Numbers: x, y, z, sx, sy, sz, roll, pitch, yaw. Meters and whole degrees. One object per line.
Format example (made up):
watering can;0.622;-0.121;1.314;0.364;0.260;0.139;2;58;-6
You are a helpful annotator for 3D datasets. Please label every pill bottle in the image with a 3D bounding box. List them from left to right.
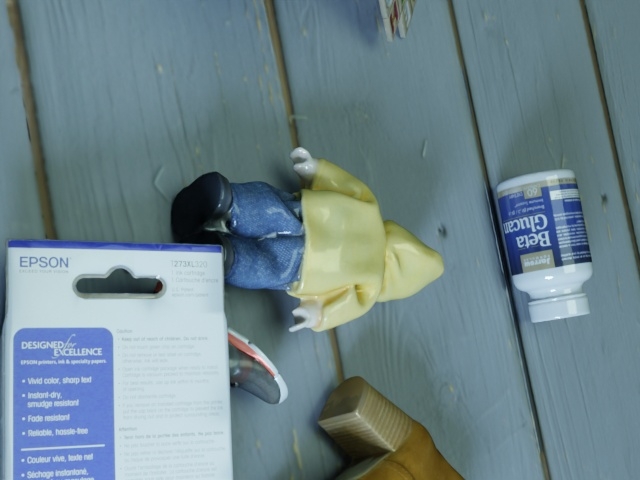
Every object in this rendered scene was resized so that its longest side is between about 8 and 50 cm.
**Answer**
pill bottle;0.266;0.007;1.201;0.094;0.094;0.169;-5;82;-41

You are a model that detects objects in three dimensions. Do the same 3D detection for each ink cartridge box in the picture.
ink cartridge box;-0.157;0.187;0.788;0.175;0.069;0.371;2;80;-24

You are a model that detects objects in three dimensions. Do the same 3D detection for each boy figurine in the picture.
boy figurine;0.000;0.000;0.978;0.285;0.092;0.177;7;71;-41

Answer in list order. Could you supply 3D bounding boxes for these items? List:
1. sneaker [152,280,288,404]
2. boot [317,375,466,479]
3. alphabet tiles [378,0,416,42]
sneaker;-0.099;0.104;0.899;0.158;0.061;0.065;42;72;-17
boot;0.047;0.292;0.938;0.211;0.104;0.295;48;49;-21
alphabet tiles;0.097;-0.346;1.121;0.198;0.009;0.237;69;33;-59
